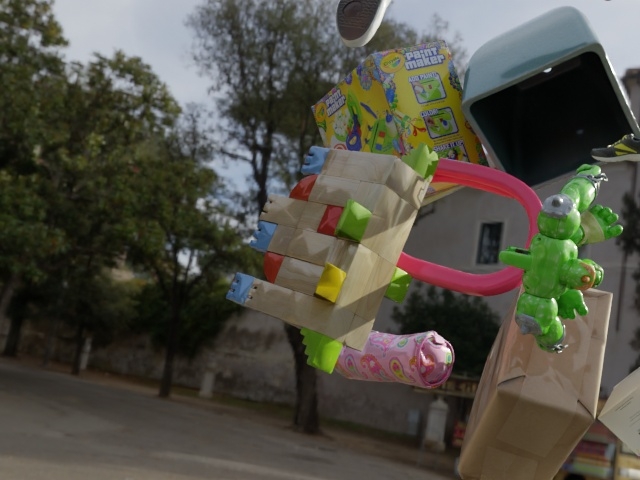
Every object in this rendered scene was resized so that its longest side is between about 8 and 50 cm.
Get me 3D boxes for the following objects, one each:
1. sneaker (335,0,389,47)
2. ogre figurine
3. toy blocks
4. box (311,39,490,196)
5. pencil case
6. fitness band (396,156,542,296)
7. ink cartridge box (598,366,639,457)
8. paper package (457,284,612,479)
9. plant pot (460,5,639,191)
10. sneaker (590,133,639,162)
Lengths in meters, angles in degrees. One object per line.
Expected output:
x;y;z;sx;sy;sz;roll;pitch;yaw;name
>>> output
0.110;-0.497;1.648;0.105;0.290;0.123;-2;-32;25;sneaker
0.241;0.025;0.794;0.097;0.197;0.118;38;24;26;ogre figurine
0.000;0.000;1.266;0.261;0.381;0.190;14;-12;46;toy blocks
0.150;-0.203;1.560;0.177;0.279;0.290;-17;-3;-25;box
0.147;0.249;1.683;0.124;0.124;0.284;18;-14;-37;pencil case
0.223;-0.023;1.283;0.290;0.209;0.054;16;-11;25;fitness band
0.640;0.333;1.457;0.176;0.127;0.128;45;35;11;ink cartridge box
0.397;0.269;1.468;0.168;0.309;0.325;18;-40;10;paper package
0.412;-0.284;1.436;0.247;0.252;0.247;-22;-51;26;plant pot
0.399;-0.123;1.028;0.083;0.035;0.031;1;17;29;sneaker
